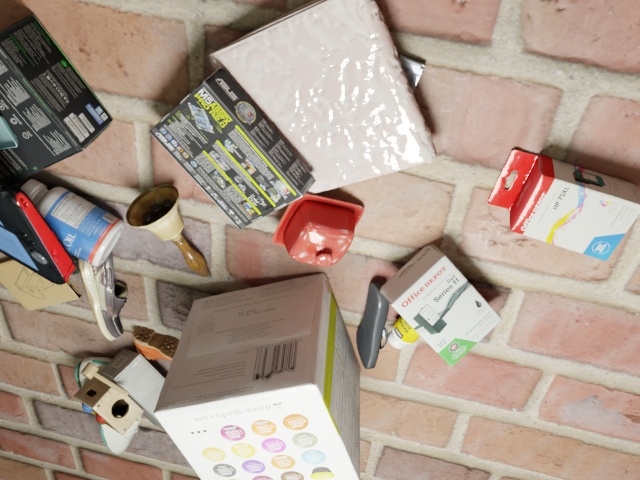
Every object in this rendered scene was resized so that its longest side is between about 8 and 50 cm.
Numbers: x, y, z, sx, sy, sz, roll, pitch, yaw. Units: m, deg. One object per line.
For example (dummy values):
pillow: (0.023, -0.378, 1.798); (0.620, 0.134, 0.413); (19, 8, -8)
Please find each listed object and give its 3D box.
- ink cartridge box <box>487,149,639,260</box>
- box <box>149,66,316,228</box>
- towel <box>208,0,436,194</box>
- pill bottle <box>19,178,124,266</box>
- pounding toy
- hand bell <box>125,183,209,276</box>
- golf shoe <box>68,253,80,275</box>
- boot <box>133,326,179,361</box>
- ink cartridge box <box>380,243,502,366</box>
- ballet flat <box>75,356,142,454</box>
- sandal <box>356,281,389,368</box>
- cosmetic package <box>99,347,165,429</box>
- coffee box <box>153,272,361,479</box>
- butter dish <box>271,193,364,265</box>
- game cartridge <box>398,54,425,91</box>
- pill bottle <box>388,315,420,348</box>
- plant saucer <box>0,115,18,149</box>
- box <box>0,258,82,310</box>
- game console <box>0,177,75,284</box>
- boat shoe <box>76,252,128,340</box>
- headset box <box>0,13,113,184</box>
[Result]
ink cartridge box: (0.436, -0.066, 1.094); (0.231, 0.078, 0.134); (17, 129, 3)
box: (-0.171, -0.164, 1.152); (0.216, 0.060, 0.270); (-24, 113, 45)
towel: (0.008, -0.247, 1.077); (0.317, 0.053, 0.331); (-13, 122, 29)
pill bottle: (-0.571, -0.044, 1.357); (0.222, 0.124, 0.124); (30, 129, -8)
pounding toy: (-0.575, 0.418, 1.585); (0.181, 0.094, 0.206); (5, 137, 46)
hand bell: (-0.316, 0.000, 1.356); (0.126, 0.126, 0.242); (-8, 137, 21)
golf shoe: (-0.673, 0.020, 1.476); (0.198, 0.077, 0.094); (42, 137, -9)
boot: (-0.432, 0.298, 1.629); (0.158, 0.059, 0.084); (23, 133, 8)
ink cartridge box: (0.250, 0.134, 1.255); (0.153, 0.087, 0.208); (-44, 109, 3)
ballet flat: (-0.607, 0.501, 1.798); (0.139, 0.139, 0.400); (3, 126, 13)
sandal: (0.132, 0.205, 1.383); (0.055, 0.097, 0.254); (-4, 131, -16)
cosmetic package: (-0.485, 0.419, 1.682); (0.127, 0.107, 0.238); (-4, 127, 51)
coffee box: (-0.109, 0.331, 1.352); (0.338, 0.338, 0.334); (-12, 124, 12)
butter dish: (0.000, 0.000, 1.218); (0.160, 0.118, 0.160); (10, 135, -23)
game cartridge: (0.142, -0.280, 1.050); (0.056, 0.017, 0.083); (19, 129, -4)
pill bottle: (0.203, 0.196, 1.368); (0.065, 0.065, 0.116); (29, 129, -7)
plant saucer: (-0.672, -0.201, 1.163); (0.192, 0.018, 0.067); (-5, 126, 19)
box: (-0.752, 0.108, 1.590); (0.201, 0.021, 0.164); (-14, 122, 23)
game console: (-0.708, -0.068, 1.254); (0.387, 0.060, 0.342); (26, 153, 13)
boat shoe: (-0.528, 0.138, 1.504); (0.093, 0.102, 0.285); (-15, 129, -14)
headset box: (-0.613, -0.260, 1.197); (0.283, 0.131, 0.246); (-18, 120, 27)
